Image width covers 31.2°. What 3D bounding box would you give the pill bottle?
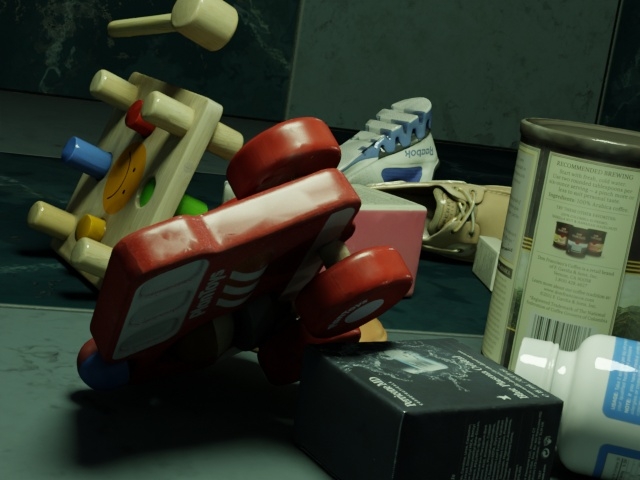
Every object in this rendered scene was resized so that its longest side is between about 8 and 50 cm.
[{"bbox_3d":[0.274,0.149,0.981,0.221,0.124,0.124,12,12,13],"label":"pill bottle"}]

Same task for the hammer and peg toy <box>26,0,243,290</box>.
[{"bbox_3d":[-0.206,-0.120,1.381,0.127,0.361,0.266,25,0,-33],"label":"hammer and peg toy"}]

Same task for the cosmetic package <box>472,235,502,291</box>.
[{"bbox_3d":[0.259,0.035,1.674,0.041,0.060,0.115,8,13,-7],"label":"cosmetic package"}]

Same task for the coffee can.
[{"bbox_3d":[0.290,0.021,1.229,0.201,0.275,0.201,9,12,-2],"label":"coffee can"}]

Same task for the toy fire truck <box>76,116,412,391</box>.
[{"bbox_3d":[-0.087,0.041,0.993,0.253,0.169,0.302,-19,-19,-28],"label":"toy fire truck"}]

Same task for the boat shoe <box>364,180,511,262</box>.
[{"bbox_3d":[0.198,-0.032,1.761,0.341,0.122,0.110,1,-7,9],"label":"boat shoe"}]

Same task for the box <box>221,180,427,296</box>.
[{"bbox_3d":[0.000,0.000,1.486,0.232,0.127,0.148,-1,16,-38],"label":"box"}]

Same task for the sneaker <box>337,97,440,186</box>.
[{"bbox_3d":[0.089,-0.088,1.928,0.315,0.182,0.127,-33,25,-16],"label":"sneaker"}]

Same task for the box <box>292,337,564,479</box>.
[{"bbox_3d":[0.084,0.148,0.932,0.158,0.093,0.156,0,14,-30],"label":"box"}]

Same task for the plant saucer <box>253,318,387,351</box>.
[{"bbox_3d":[-0.022,0.087,1.278,0.200,0.037,0.200,8,11,-2],"label":"plant saucer"}]
